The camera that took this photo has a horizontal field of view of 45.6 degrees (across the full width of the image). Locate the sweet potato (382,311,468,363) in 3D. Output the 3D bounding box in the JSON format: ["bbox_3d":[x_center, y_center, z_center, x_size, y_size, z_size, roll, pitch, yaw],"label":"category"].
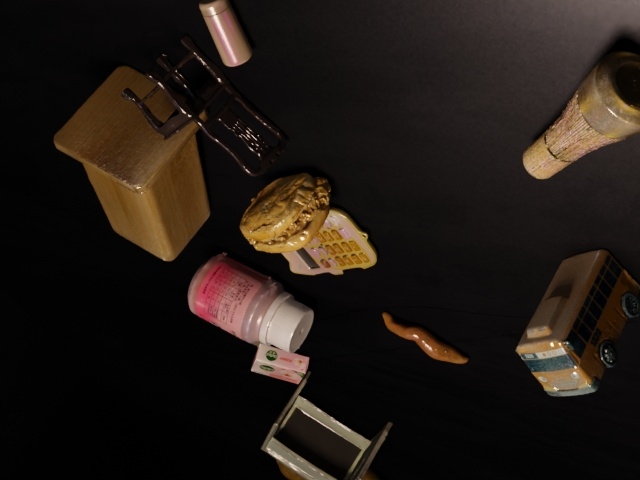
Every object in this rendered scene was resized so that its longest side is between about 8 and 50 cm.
[{"bbox_3d":[0.190,0.183,1.409,0.179,0.044,0.044,27,150,12],"label":"sweet potato"}]

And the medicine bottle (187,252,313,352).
[{"bbox_3d":[-0.143,0.135,1.575,0.247,0.147,0.147,26,149,18],"label":"medicine bottle"}]

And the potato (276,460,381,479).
[{"bbox_3d":[0.023,0.644,2.134,0.369,0.176,0.195,30,123,1],"label":"potato"}]

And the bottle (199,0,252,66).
[{"bbox_3d":[-0.131,-0.290,1.047,0.045,0.045,0.096,11,141,37],"label":"bottle"}]

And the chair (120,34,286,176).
[{"bbox_3d":[-0.175,-0.189,1.176,0.229,0.106,0.113,47,148,-17],"label":"chair"}]

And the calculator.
[{"bbox_3d":[0.000,0.000,1.348,0.236,0.033,0.157,-7,129,47],"label":"calculator"}]

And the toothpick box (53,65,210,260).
[{"bbox_3d":[-0.307,-0.116,1.356,0.187,0.190,0.308,27,154,14],"label":"toothpick box"}]

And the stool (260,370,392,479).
[{"bbox_3d":[0.008,0.492,1.908,0.244,0.170,0.269,32,150,5],"label":"stool"}]

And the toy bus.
[{"bbox_3d":[0.338,0.106,0.999,0.103,0.182,0.091,45,149,-13],"label":"toy bus"}]

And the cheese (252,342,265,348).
[{"bbox_3d":[-0.150,0.234,1.832,0.097,0.037,0.192,15,146,32],"label":"cheese"}]

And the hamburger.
[{"bbox_3d":[-0.054,-0.044,1.229,0.147,0.138,0.083,-4,138,45],"label":"hamburger"}]

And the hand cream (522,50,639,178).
[{"bbox_3d":[0.286,-0.121,0.837,0.084,0.084,0.203,36,156,-1],"label":"hand cream"}]

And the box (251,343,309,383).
[{"bbox_3d":[-0.097,0.296,1.824,0.125,0.043,0.089,16,150,-4],"label":"box"}]
